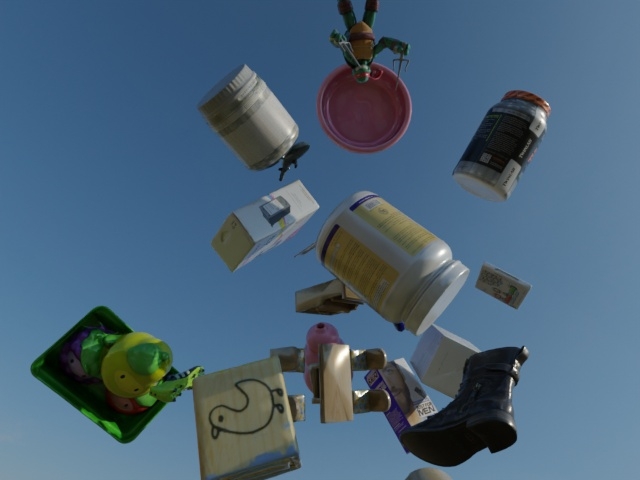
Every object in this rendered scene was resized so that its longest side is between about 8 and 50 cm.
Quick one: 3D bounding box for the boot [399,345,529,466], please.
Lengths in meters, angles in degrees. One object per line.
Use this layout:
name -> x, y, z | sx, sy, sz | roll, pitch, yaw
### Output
boot -> 0.298, 0.324, 0.838 | 0.262, 0.229, 0.091 | -31, -82, 34

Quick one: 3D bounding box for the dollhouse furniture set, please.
dollhouse furniture set -> 0.064, 0.332, 1.238 | 0.361, 0.395, 0.256 | 13, -24, -36

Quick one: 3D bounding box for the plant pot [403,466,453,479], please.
plant pot -> 0.368, 0.872, 1.227 | 0.333, 0.334, 0.305 | 20, 1, -7

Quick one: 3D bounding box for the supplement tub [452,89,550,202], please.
supplement tub -> 0.579, -0.298, 1.313 | 0.193, 0.193, 0.316 | 29, -88, -16

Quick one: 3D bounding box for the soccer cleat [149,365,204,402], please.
soccer cleat -> -0.356, 0.354, 1.040 | 0.072, 0.060, 0.179 | 10, 2, 14

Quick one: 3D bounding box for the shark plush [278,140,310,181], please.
shark plush -> -0.103, -0.277, 1.422 | 0.067, 0.073, 0.161 | 42, -83, 21

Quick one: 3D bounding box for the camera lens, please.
camera lens -> -0.219, -0.373, 1.293 | 0.219, 0.220, 0.274 | -21, -54, 32

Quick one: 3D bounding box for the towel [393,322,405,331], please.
towel -> 0.272, 0.203, 1.624 | 0.076, 0.228, 0.308 | -23, -38, 10

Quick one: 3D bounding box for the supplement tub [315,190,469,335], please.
supplement tub -> 0.174, 0.054, 1.041 | 0.331, 0.241, 0.241 | 40, -35, 25

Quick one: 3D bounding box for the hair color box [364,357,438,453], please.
hair color box -> 0.348, 0.666, 1.695 | 0.185, 0.339, 0.110 | 1, -49, -37

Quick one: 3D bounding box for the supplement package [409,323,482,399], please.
supplement package -> 0.506, 0.479, 1.647 | 0.197, 0.200, 0.262 | 26, 1, 2

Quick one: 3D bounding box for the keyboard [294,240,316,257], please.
keyboard -> 0.000, 0.000, 1.609 | 0.256, 0.072, 0.014 | -34, -103, 31

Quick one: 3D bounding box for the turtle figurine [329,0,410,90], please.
turtle figurine -> 0.088, -0.430, 0.874 | 0.175, 0.118, 0.235 | -11, -80, -22

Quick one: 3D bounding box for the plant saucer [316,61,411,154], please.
plant saucer -> 0.148, -0.455, 1.443 | 0.331, 0.333, 0.084 | 15, -9, -1

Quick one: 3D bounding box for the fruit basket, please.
fruit basket -> -0.570, 0.376, 1.173 | 0.391, 0.283, 0.392 | 36, -23, 18

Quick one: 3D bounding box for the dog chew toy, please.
dog chew toy -> 0.021, 0.465, 1.637 | 0.206, 0.207, 0.332 | 0, -61, 15

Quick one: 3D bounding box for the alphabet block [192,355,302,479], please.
alphabet block -> -0.151, 0.391, 0.874 | 0.192, 0.197, 0.194 | -12, -35, -11

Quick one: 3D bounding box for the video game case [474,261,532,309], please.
video game case -> 0.547, 0.139, 1.246 | 0.143, 0.019, 0.157 | 31, -21, 26

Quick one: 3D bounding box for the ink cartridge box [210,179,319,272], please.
ink cartridge box -> -0.182, -0.049, 1.370 | 0.131, 0.306, 0.226 | 51, -41, 4
